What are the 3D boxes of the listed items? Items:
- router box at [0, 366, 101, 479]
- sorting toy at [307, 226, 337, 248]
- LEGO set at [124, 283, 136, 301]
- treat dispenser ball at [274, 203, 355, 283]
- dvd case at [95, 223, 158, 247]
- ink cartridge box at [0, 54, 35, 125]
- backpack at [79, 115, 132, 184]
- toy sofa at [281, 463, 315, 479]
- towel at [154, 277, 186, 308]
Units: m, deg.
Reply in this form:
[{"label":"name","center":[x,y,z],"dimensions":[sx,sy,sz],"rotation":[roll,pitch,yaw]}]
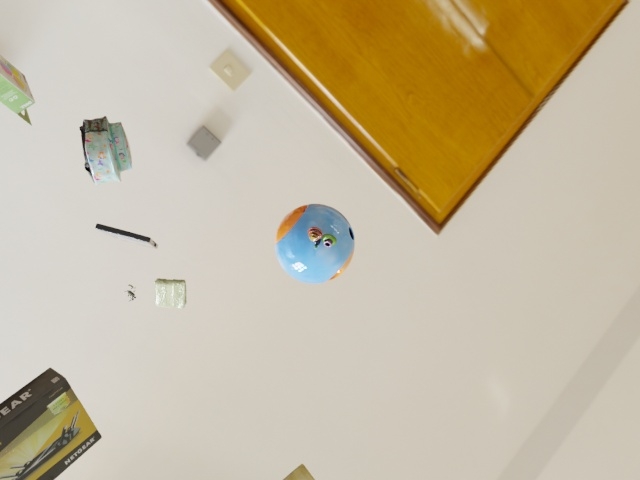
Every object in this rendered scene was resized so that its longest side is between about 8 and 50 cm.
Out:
[{"label":"router box","center":[-0.728,0.506,1.221],"dimensions":[0.081,0.242,0.309],"rotation":[16,-139,34]},{"label":"sorting toy","center":[0.000,0.000,1.595],"dimensions":[0.061,0.102,0.042],"rotation":[-45,-160,48]},{"label":"LEGO set","center":[-0.747,0.207,1.983],"dimensions":[0.083,0.054,0.023],"rotation":[-47,-177,31]},{"label":"treat dispenser ball","center":[-0.020,0.012,1.782],"dimensions":[0.288,0.288,0.288],"rotation":[-42,-163,16]},{"label":"dvd case","center":[-0.686,-0.012,1.791],"dimensions":[0.253,0.181,0.022],"rotation":[152,-48,-76]},{"label":"ink cartridge box","center":[-0.789,-0.395,1.257],"dimensions":[0.062,0.109,0.209],"rotation":[-32,157,-1]},{"label":"backpack","center":[-0.868,-0.353,2.022],"dimensions":[0.225,0.191,0.253],"rotation":[97,-19,-44]},{"label":"toy sofa","center":[-0.053,0.464,0.754],"dimensions":[0.177,0.150,0.362],"rotation":[-34,159,-18]},{"label":"towel","center":[-0.518,0.186,1.731],"dimensions":[0.027,0.110,0.148],"rotation":[-101,-160,-45]}]
